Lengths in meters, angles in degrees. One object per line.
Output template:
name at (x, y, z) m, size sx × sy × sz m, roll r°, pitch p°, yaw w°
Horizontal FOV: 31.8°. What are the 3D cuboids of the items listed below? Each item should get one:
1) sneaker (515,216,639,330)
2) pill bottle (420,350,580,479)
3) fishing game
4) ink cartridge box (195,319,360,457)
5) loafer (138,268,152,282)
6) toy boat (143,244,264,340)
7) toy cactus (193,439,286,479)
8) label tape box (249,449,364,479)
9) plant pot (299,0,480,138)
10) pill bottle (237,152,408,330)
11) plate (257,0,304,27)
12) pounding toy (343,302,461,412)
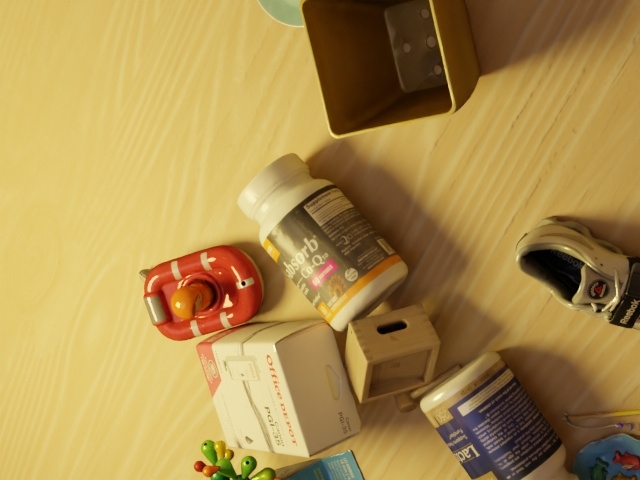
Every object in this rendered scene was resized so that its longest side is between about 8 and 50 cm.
sneaker at (0.429, 0.076, 1.616) m, size 0.330 × 0.146 × 0.123 m, roll 22°, pitch 113°, yaw 24°
pill bottle at (0.290, 0.320, 1.768) m, size 0.153 × 0.153 × 0.265 m, roll -41°, pitch 81°, yaw 34°
fishing game at (0.475, 0.390, 1.742) m, size 0.189 × 0.041 × 0.264 m, roll -7°, pitch 100°, yaw 36°
ink cartridge box at (-0.078, 0.252, 1.946) m, size 0.283 × 0.117 × 0.207 m, roll -10°, pitch 99°, yaw 57°
loafer at (-0.293, 0.090, 2.134) m, size 0.125 × 0.045 × 0.039 m, roll 17°, pitch 119°, yaw 24°
toy boat at (-0.218, 0.100, 2.007) m, size 0.231 × 0.151 × 0.151 m, roll -18°, pitch 95°, yaw 17°
toy cactus at (-0.151, 0.460, 2.004) m, size 0.219 × 0.112 × 0.181 m, roll 33°, pitch 125°, yaw 17°
label tape box at (-0.051, 0.547, 2.079) m, size 0.333 × 0.106 × 0.241 m, roll -23°, pitch 91°, yaw 35°
plant pot at (0.126, -0.285, 1.670) m, size 0.212 × 0.187 × 0.212 m, roll -8°, pitch 99°, yaw 34°
pill bottle at (0.000, 0.000, 1.849) m, size 0.278 × 0.162 × 0.162 m, roll 48°, pitch 123°, yaw 11°
plate at (-0.035, -0.442, 1.824) m, size 0.188 × 0.024 × 0.188 m, roll 10°, pitch 109°, yaw 30°
pounding toy at (0.135, 0.197, 1.857) m, size 0.206 × 0.181 × 0.094 m, roll 95°, pitch 156°, yaw -52°
